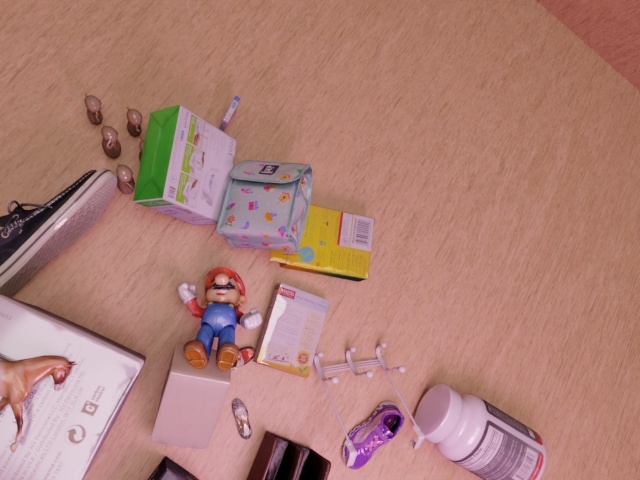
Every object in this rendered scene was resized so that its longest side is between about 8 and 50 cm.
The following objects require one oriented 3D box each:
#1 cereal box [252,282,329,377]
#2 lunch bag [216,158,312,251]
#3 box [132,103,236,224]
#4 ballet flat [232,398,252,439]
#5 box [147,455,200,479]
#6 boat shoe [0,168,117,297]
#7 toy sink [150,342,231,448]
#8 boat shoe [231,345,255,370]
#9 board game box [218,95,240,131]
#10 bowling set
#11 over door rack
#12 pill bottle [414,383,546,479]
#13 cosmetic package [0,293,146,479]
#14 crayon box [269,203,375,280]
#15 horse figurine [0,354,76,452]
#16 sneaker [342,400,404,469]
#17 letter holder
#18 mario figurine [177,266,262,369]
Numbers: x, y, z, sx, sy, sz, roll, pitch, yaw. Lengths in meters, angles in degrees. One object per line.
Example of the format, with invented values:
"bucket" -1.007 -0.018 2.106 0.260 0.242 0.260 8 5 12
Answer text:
"cereal box" -0.083 0.264 1.524 0.172 0.047 0.240 24 72 -21
"lunch bag" -0.148 -0.114 1.458 0.223 0.160 0.263 5 69 16
"box" -0.363 -0.198 1.424 0.231 0.126 0.262 25 68 -55
"ballet flat" -0.217 0.502 1.445 0.041 0.041 0.115 -15 85 -21
"box" -0.413 0.704 1.271 0.143 0.165 0.270 39 71 -8
"boat shoe" -0.725 -0.020 1.280 0.500 0.187 0.156 -44 90 -8
"toy sink" -0.338 0.406 1.354 0.152 0.131 0.234 14 112 -15
"boat shoe" -0.245 0.341 1.464 0.136 0.043 0.049 -21 85 -23
"board game box" -0.277 -0.382 1.566 0.020 0.090 0.090 26 72 -15
"bowling set" -0.517 -0.293 1.432 0.199 0.154 0.287 -27 90 -21
"over door rack" 0.141 0.442 1.468 0.239 0.108 0.324 -2 49 -23
"pill bottle" 0.484 0.599 1.576 0.362 0.210 0.210 33 71 -10
"cosmetic package" -0.614 0.345 1.148 0.327 0.393 0.330 28 73 -11
"crayon box" 0.000 0.000 1.593 0.318 0.081 0.203 12 76 -17
"horse figurine" -0.606 0.261 0.923 0.263 0.066 0.175 24 78 -15
"sneaker" 0.164 0.578 1.527 0.236 0.104 0.095 -42 96 -20
"letter holder" -0.113 0.690 1.351 0.151 0.214 0.302 26 73 -13
"mario figurine" -0.272 0.173 1.363 0.198 0.170 0.321 34 27 -25
